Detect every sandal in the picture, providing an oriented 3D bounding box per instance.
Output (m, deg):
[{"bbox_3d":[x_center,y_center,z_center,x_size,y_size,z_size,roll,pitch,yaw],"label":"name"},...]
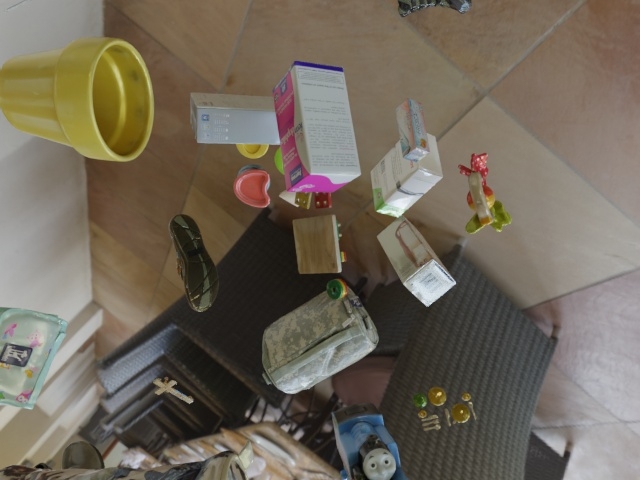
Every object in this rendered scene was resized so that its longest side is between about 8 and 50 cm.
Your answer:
[{"bbox_3d":[-0.293,0.051,1.045,0.060,0.089,0.220,-23,87,40],"label":"sandal"}]

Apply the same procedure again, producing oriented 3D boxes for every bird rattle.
[{"bbox_3d":[0.500,-0.142,1.432,0.142,0.207,0.254,-8,100,22],"label":"bird rattle"}]

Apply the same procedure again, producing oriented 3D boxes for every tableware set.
[{"bbox_3d":[0.332,0.444,1.253,0.153,0.104,0.024,-14,161,-1],"label":"tableware set"}]

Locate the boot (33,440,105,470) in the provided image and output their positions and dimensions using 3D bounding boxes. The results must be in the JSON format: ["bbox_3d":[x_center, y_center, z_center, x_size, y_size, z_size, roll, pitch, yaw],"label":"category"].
[{"bbox_3d":[-0.495,0.466,0.905,0.246,0.083,0.161,48,162,48],"label":"boot"}]

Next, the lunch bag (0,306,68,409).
[{"bbox_3d":[-0.758,0.280,1.127,0.261,0.224,0.160,2,152,19],"label":"lunch bag"}]

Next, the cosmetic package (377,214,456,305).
[{"bbox_3d":[0.320,0.062,1.597,0.129,0.296,0.153,-42,121,13],"label":"cosmetic package"}]

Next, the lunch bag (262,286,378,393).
[{"bbox_3d":[0.002,0.268,1.256,0.213,0.304,0.256,59,-175,0],"label":"lunch bag"}]

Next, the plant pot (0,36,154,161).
[{"bbox_3d":[-0.529,-0.305,1.007,0.238,0.254,0.254,5,141,6],"label":"plant pot"}]

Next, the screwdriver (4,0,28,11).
[{"bbox_3d":[-0.532,-0.473,0.896,0.025,0.170,0.024,28,146,1],"label":"screwdriver"}]

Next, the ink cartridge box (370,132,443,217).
[{"bbox_3d":[0.308,-0.244,1.709,0.114,0.199,0.273,14,146,-24],"label":"ink cartridge box"}]

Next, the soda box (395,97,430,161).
[{"bbox_3d":[0.275,-0.332,1.402,0.058,0.183,0.063,10,153,-29],"label":"soda box"}]

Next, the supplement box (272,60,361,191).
[{"bbox_3d":[-0.010,-0.213,0.901,0.111,0.113,0.220,-26,71,59],"label":"supplement box"}]

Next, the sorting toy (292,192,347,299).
[{"bbox_3d":[0.000,0.000,1.109,0.132,0.046,0.275,-6,92,44],"label":"sorting toy"}]

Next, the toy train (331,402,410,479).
[{"bbox_3d":[0.062,0.279,0.590,0.184,0.079,0.105,159,98,-84],"label":"toy train"}]

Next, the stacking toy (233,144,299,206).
[{"bbox_3d":[-0.185,-0.285,1.779,0.279,0.130,0.309,11,118,-4],"label":"stacking toy"}]

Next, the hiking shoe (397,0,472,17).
[{"bbox_3d":[0.232,-0.563,1.068,0.226,0.086,0.114,29,136,1],"label":"hiking shoe"}]

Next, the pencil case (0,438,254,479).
[{"bbox_3d":[-0.291,0.390,0.652,0.409,0.184,0.160,-8,110,11],"label":"pencil case"}]

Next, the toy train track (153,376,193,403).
[{"bbox_3d":[-0.258,0.263,0.824,0.048,0.014,0.083,-35,121,17],"label":"toy train track"}]

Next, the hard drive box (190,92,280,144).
[{"bbox_3d":[-0.211,-0.317,1.207,0.181,0.231,0.089,-123,35,-56],"label":"hard drive box"}]
